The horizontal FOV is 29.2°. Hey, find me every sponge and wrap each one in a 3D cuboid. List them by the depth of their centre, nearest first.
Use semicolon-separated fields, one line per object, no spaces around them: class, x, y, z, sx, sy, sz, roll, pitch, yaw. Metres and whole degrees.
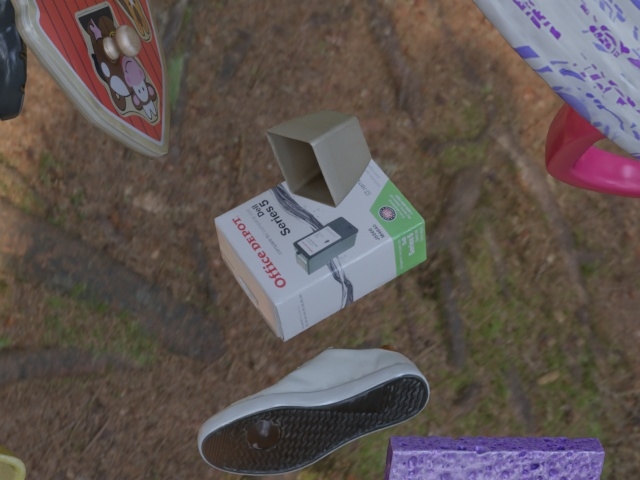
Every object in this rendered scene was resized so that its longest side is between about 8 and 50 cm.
sponge;0.163;0.244;1.177;0.210;0.117;0.031;2;22;-8

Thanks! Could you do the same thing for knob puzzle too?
knob puzzle;-0.128;-0.141;0.727;0.030;0.213;0.213;-20;68;15

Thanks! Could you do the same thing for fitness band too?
fitness band;0.312;-0.087;1.094;0.209;0.291;0.054;7;81;2

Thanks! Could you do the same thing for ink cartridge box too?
ink cartridge box;0.000;0.000;1.927;0.273;0.115;0.198;-29;58;-14

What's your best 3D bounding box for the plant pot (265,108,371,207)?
plant pot;0.006;-0.126;1.719;0.096;0.109;0.109;-38;124;-24

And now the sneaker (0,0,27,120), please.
sneaker;-0.289;-0.225;0.992;0.106;0.267;0.101;2;21;-13

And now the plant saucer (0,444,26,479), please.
plant saucer;-0.508;0.285;1.279;0.333;0.332;0.081;17;30;-17

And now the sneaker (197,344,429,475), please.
sneaker;-0.018;0.204;1.528;0.290;0.106;0.123;-14;28;-13

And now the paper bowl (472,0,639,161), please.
paper bowl;0.152;-0.177;0.540;0.284;0.148;0.284;34;34;-27
